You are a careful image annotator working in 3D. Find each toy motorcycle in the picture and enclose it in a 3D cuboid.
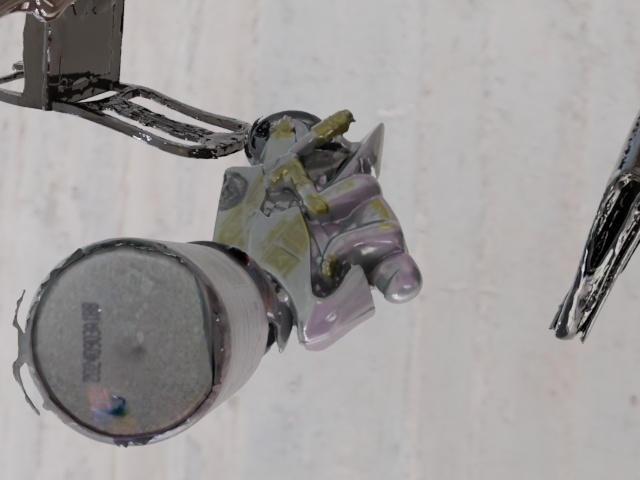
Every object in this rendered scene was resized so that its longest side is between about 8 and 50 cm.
[{"bbox_3d":[0.000,0.000,1.249,0.152,0.073,0.225,8,53,11],"label":"toy motorcycle"}]

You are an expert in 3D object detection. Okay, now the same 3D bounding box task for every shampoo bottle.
[{"bbox_3d":[-0.054,0.032,0.656,0.072,0.214,0.072,0,89,3],"label":"shampoo bottle"}]

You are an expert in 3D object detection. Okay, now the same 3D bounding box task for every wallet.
[{"bbox_3d":[0.239,-0.064,1.304,0.045,0.318,0.172,22,130,10],"label":"wallet"}]

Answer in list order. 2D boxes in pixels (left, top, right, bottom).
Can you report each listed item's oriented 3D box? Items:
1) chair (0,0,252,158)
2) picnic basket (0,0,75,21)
[{"bbox_3d":[-0.158,-0.141,1.344,0.229,0.106,0.113,14,111,23],"label":"chair"},{"bbox_3d":[-0.161,-0.144,0.476,0.129,0.297,0.222,4,123,54],"label":"picnic basket"}]
